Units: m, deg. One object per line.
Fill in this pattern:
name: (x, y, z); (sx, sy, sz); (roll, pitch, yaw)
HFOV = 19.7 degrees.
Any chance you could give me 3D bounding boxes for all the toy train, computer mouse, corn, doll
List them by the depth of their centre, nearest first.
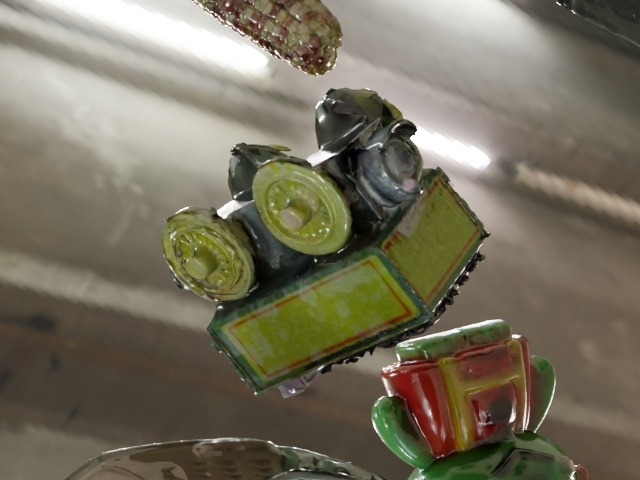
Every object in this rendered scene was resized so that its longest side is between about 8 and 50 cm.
computer mouse: (-0.077, 0.230, 1.362); (0.389, 0.200, 0.115); (9, -161, -17)
toy train: (0.000, 0.000, 1.415); (0.177, 0.261, 0.134); (51, -135, -12)
corn: (-0.076, -0.220, 1.530); (0.237, 0.079, 0.079); (39, -155, 10)
doll: (0.155, 0.252, 1.595); (0.182, 0.160, 0.363); (-13, -100, -32)

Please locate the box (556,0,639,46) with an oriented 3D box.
box: (0.342, -0.306, 1.282); (0.204, 0.251, 0.345); (31, -114, 21)
